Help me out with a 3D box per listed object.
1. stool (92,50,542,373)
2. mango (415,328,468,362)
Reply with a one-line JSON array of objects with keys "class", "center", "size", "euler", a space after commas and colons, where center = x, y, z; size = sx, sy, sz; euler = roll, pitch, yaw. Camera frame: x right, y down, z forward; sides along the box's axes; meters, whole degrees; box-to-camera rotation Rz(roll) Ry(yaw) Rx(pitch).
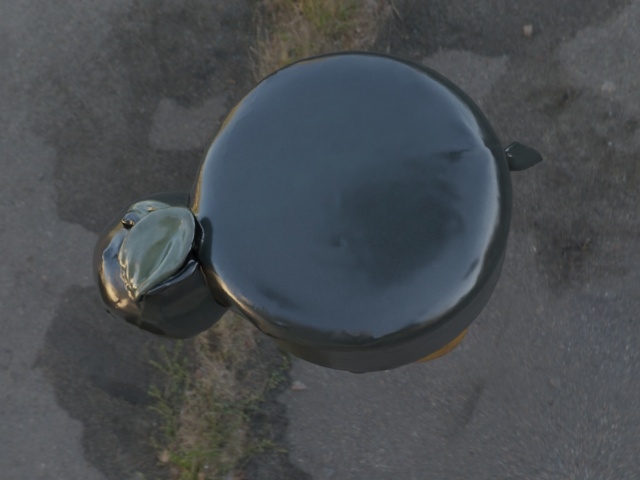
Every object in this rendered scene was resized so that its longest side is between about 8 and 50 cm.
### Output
[{"class": "stool", "center": [0.000, -0.009, 0.451], "size": [0.228, 0.139, 0.153], "euler": [6, 73, 12]}, {"class": "mango", "center": [0.041, 0.049, 0.816], "size": [0.187, 0.257, 0.138], "euler": [-22, 50, 27]}]
